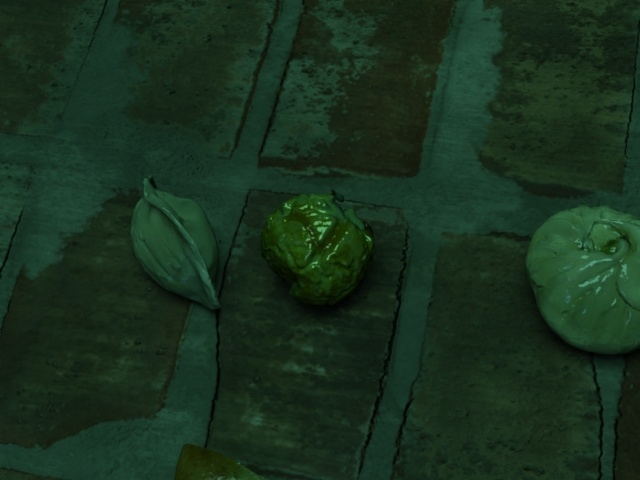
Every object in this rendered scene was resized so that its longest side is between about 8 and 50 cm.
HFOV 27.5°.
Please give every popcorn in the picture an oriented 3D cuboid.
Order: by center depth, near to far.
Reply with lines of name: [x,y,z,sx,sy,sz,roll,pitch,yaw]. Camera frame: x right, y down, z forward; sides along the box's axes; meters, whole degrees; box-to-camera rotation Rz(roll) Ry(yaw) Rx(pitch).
popcorn: [0.000,0.000,2.086,0.198,0.198,0.212,20,29,17]

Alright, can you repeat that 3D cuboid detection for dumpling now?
dumpling: [-0.232,-0.003,2.097,0.131,0.179,0.252,-22,58,-13]

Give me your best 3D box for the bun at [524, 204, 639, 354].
bun: [0.440,0.051,2.015,0.259,0.160,0.259,-2,62,3]

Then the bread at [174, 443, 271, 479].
bread: [-0.168,0.355,1.950,0.154,0.054,0.136,-31,58,-16]
